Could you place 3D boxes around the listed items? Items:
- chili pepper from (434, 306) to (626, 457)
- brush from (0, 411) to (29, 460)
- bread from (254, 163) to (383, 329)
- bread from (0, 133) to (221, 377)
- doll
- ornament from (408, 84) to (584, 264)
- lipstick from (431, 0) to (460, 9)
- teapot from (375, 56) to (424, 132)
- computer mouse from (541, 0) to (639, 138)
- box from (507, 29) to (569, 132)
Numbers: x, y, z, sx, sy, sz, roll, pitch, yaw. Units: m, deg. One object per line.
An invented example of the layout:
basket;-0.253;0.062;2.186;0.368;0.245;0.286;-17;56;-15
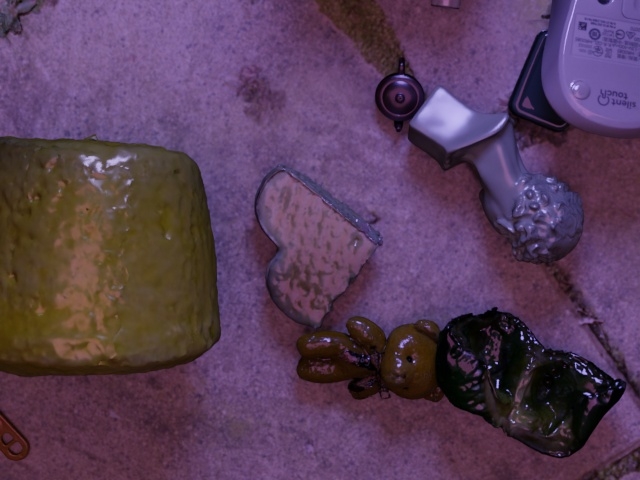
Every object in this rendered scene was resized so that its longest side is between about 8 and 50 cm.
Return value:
chili pepper;0.264;0.189;1.754;0.264;0.116;0.148;25;99;-12
brush;-0.520;0.215;1.862;0.103;0.013;0.272;-39;96;9
bread;0.000;0.000;1.763;0.172;0.064;0.232;-10;100;6
bread;-0.299;0.018;1.660;0.348;0.348;0.308;0;90;4
doll;0.069;0.173;1.769;0.209;0.097;0.137;-2;115;3
ornament;0.239;-0.091;1.699;0.120;0.130;0.285;-41;95;-4
lipstick;0.175;-0.380;1.697;0.040;0.040;0.141;8;101;3
teapot;0.108;-0.197;1.731;0.068;0.045;0.100;2;101;2
computer mouse;0.374;-0.272;1.645;0.184;0.121;0.297;5;84;-7
box;0.313;-0.214;1.720;0.091;0.031;0.126;23;99;0
